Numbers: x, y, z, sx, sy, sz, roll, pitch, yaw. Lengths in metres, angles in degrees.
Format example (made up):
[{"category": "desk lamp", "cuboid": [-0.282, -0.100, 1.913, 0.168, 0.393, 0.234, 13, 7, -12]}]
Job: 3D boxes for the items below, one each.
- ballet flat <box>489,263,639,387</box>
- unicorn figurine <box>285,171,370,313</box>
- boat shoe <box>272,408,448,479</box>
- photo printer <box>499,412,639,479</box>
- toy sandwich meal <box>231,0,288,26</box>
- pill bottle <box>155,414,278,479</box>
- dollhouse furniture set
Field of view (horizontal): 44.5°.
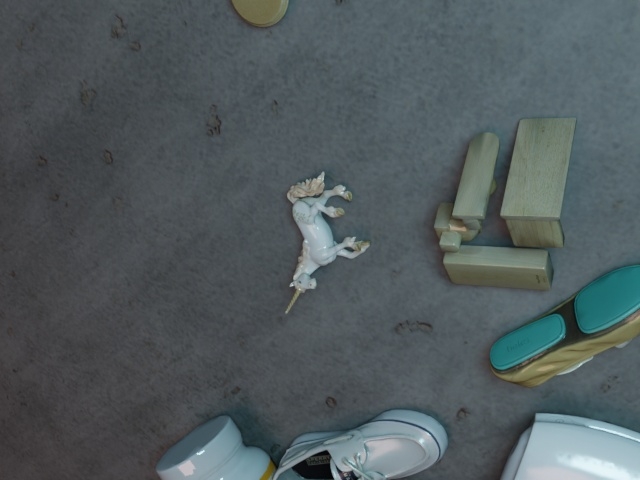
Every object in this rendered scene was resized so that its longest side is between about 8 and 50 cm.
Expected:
[{"category": "ballet flat", "cuboid": [0.293, 0.098, 0.861, 0.073, 0.080, 0.232, 34, 133, -24]}, {"category": "unicorn figurine", "cuboid": [0.000, 0.000, 0.974, 0.111, 0.060, 0.162, -12, 91, 33]}, {"category": "boat shoe", "cuboid": [0.046, 0.301, 1.069, 0.267, 0.088, 0.096, -15, 105, 33]}, {"category": "photo printer", "cuboid": [0.319, 0.363, 0.909, 0.256, 0.107, 0.307, 20, 107, 15]}, {"category": "toy sandwich meal", "cuboid": [-0.067, -0.285, 0.885, 0.085, 0.029, 0.085, 14, 124, 21]}, {"category": "pill bottle", "cuboid": [-0.113, 0.411, 1.161, 0.162, 0.162, 0.278, -27, 99, 35]}, {"category": "dollhouse furniture set", "cuboid": [0.207, -0.038, 0.857, 0.144, 0.123, 0.151, 3, 149, 27]}]
